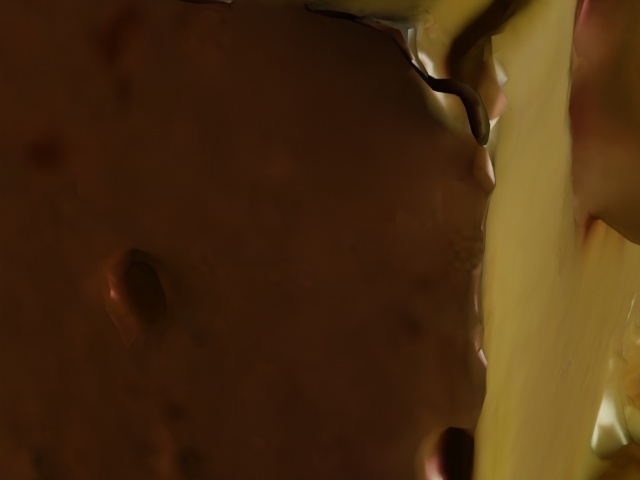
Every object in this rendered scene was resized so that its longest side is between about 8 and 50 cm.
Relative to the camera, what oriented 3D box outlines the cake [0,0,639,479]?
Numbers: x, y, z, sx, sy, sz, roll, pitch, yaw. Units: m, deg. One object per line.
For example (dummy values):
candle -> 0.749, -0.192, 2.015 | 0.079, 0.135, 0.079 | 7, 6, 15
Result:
cake -> 0.000, 0.000, 0.451 | 0.222, 0.286, 0.227 | -44, 142, -54
